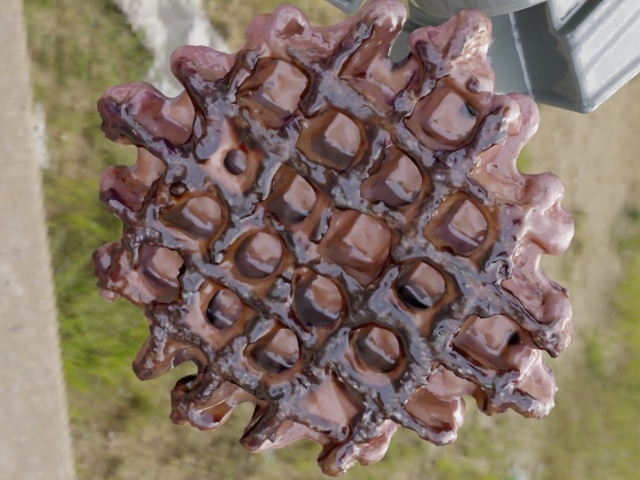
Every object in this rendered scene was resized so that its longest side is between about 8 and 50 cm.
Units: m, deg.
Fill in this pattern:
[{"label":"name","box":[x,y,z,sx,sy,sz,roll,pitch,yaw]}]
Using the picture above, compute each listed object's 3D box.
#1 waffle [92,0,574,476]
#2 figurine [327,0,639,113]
[{"label":"waffle","box":[0.000,0.000,0.708,0.055,0.234,0.221,-42,120,-70]},{"label":"figurine","box":[0.111,-0.226,0.997,0.342,0.167,0.285,-24,122,-5]}]
